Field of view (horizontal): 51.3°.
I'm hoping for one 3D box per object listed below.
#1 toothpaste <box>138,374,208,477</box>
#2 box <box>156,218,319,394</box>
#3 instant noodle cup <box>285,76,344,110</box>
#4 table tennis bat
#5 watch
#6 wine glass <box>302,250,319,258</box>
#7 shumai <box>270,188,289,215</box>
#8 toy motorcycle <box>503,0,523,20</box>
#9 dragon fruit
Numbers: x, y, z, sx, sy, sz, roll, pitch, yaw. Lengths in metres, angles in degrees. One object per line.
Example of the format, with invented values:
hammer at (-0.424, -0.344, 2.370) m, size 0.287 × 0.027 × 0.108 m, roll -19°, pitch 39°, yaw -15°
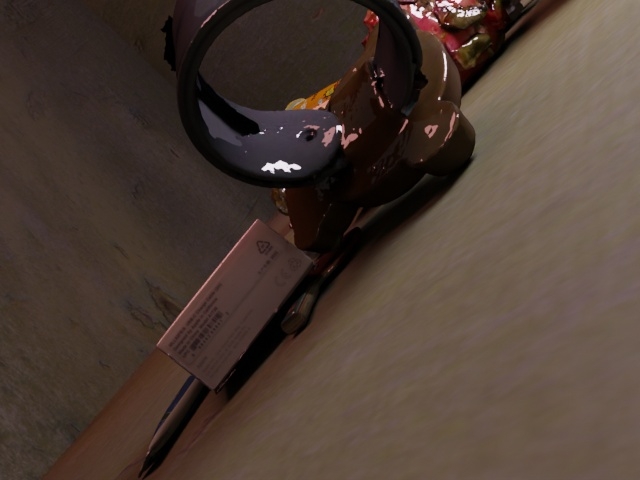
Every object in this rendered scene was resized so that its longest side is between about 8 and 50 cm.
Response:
toothpaste at (-0.201, 0.244, 0.934) m, size 0.057 × 0.035 × 0.197 m, roll -61°, pitch -1°, yaw 34°
box at (-0.115, 0.089, 0.931) m, size 0.203 × 0.106 × 0.252 m, roll -53°, pitch 2°, yaw -8°
instant noodle cup at (0.069, -0.180, 1.095) m, size 0.172 × 0.215 × 0.215 m, roll -30°, pitch 15°, yaw 37°
table tennis bat at (-0.007, 0.055, 0.901) m, size 0.154 × 0.021 × 0.274 m, roll -45°, pitch 5°, yaw 20°
watch at (-0.030, -0.183, 0.816) m, size 0.335 × 0.327 × 0.314 m, roll -45°, pitch 37°, yaw 30°
wine glass at (0.000, 0.000, 1.101) m, size 0.039 × 0.042 × 0.083 m, roll -16°, pitch -15°, yaw -34°
shumai at (-0.030, -0.174, 1.996) m, size 0.186 × 0.183 × 0.218 m, roll -2°, pitch 18°, yaw 28°
toy motorcycle at (0.386, -0.523, 1.518) m, size 0.222 × 0.108 × 0.340 m, roll -59°, pitch 6°, yaw -37°
dragon fruit at (0.235, -0.417, 1.280) m, size 0.291 × 0.250 × 0.269 m, roll -52°, pitch -12°, yaw -1°
